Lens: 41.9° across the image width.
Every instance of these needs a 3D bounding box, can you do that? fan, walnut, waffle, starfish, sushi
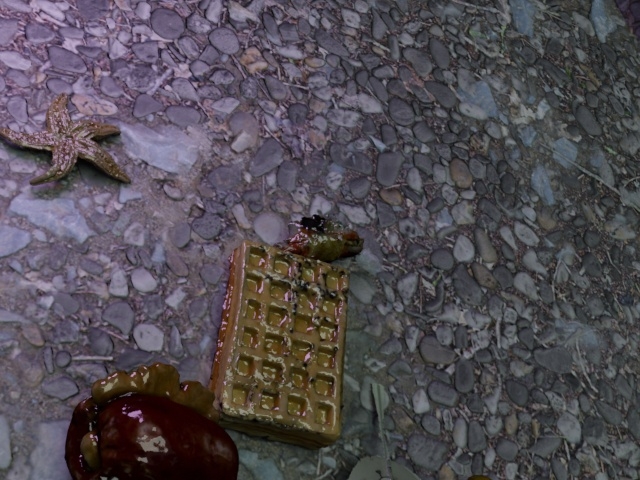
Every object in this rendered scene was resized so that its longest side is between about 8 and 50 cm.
[{"bbox_3d":[0.133,0.444,1.614,0.233,0.012,0.415,22,40,-29],"label":"fan"},{"bbox_3d":[-0.275,0.332,1.401,0.269,0.221,0.244,20,63,-37],"label":"walnut"},{"bbox_3d":[-0.081,0.199,1.642,0.261,0.114,0.376,16,58,-18],"label":"waffle"},{"bbox_3d":[-0.501,-0.197,1.664,0.277,0.062,0.236,17,52,-16],"label":"starfish"},{"bbox_3d":[-0.001,-0.004,1.799,0.226,0.097,0.103,-8,66,-34],"label":"sushi"}]

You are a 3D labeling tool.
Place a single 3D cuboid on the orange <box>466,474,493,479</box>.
[{"bbox_3d":[0.333,0.525,1.711,0.085,0.085,0.095,-13,64,-34],"label":"orange"}]
